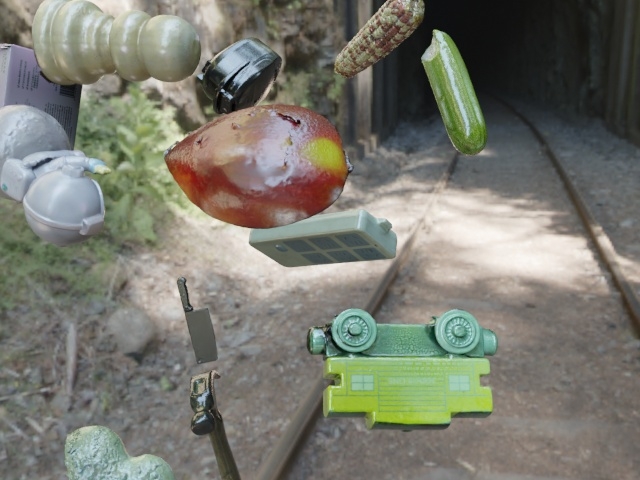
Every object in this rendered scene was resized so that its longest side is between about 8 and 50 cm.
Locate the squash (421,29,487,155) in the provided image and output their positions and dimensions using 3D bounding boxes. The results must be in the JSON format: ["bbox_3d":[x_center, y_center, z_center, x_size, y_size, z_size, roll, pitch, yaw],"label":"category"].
[{"bbox_3d":[0.227,-0.255,1.223,0.069,0.238,0.069,-14,-16,-4],"label":"squash"}]

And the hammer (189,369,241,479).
[{"bbox_3d":[-0.164,0.420,1.276,0.044,0.439,0.168,-11,30,-2],"label":"hammer"}]

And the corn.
[{"bbox_3d":[0.107,-0.391,1.387,0.079,0.079,0.237,-15,-11,-42],"label":"corn"}]

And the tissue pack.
[{"bbox_3d":[-0.512,-0.204,1.245,0.093,0.246,0.149,12,4,35],"label":"tissue pack"}]

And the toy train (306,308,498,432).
[{"bbox_3d":[0.187,0.294,1.624,0.442,0.272,0.179,1,-16,-5],"label":"toy train"}]

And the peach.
[{"bbox_3d":[-0.095,-0.114,0.918,0.279,0.068,0.189,8,60,21],"label":"peach"}]

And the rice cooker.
[{"bbox_3d":[-0.147,-0.307,1.340,0.165,0.112,0.106,-37,75,-29],"label":"rice cooker"}]

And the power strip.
[{"bbox_3d":[0.000,0.000,1.215,0.270,0.046,0.118,-6,-25,37],"label":"power strip"}]

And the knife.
[{"bbox_3d":[-0.333,0.213,1.948,0.072,0.245,0.019,-14,5,9],"label":"knife"}]

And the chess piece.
[{"bbox_3d":[-0.318,-0.314,1.164,0.261,0.142,0.143,8,16,14],"label":"chess piece"}]

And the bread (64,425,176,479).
[{"bbox_3d":[-0.364,0.429,1.240,0.232,0.172,0.064,31,-10,3],"label":"bread"}]

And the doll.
[{"bbox_3d":[-0.392,-0.087,1.009,0.151,0.151,0.287,-13,39,-38],"label":"doll"}]
